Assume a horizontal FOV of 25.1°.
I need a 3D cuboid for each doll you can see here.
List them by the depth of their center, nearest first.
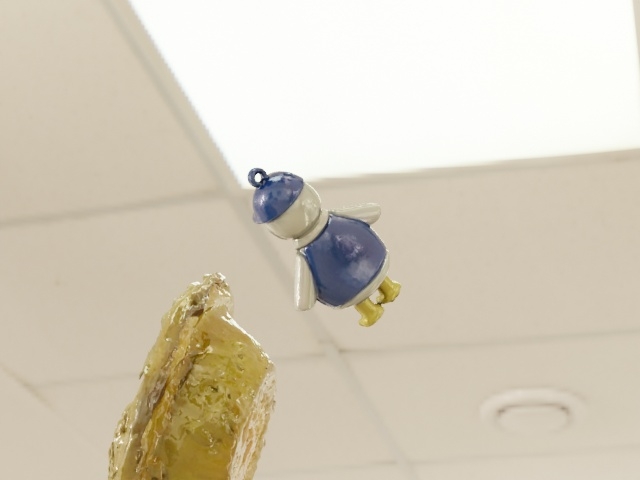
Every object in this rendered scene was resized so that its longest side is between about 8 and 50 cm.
[{"bbox_3d":[0.000,0.000,0.996,0.143,0.099,0.057,44,-22,-22],"label":"doll"}]

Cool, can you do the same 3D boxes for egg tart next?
[{"bbox_3d":[-0.115,0.174,1.352,0.118,0.288,0.288,14,-25,10],"label":"egg tart"}]
